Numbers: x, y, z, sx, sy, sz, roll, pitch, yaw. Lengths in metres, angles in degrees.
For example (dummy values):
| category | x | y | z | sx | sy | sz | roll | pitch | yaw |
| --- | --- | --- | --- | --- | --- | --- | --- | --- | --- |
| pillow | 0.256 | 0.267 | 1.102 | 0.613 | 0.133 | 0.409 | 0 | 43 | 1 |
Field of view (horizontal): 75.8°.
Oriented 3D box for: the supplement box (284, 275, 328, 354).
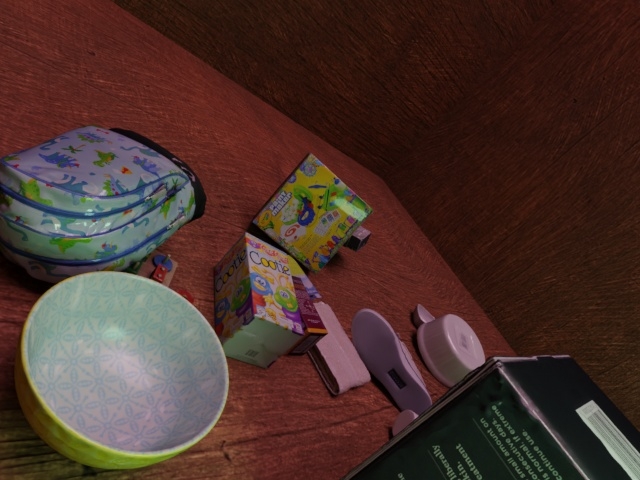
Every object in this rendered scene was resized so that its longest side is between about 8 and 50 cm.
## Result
| category | x | y | z | sx | sy | sz | roll | pitch | yaw |
| --- | --- | --- | --- | --- | --- | --- | --- | --- | --- |
| supplement box | -0.074 | 0.195 | 1.093 | 0.080 | 0.104 | 0.188 | 20 | 33 | -49 |

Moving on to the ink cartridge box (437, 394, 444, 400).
| category | x | y | z | sx | sy | sz | roll | pitch | yaw |
| --- | --- | --- | --- | --- | --- | --- | --- | --- | --- |
| ink cartridge box | 0.520 | 0.623 | 1.423 | 0.208 | 0.087 | 0.153 | 34 | 24 | -29 |

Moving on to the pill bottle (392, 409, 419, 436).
| category | x | y | z | sx | sy | sz | roll | pitch | yaw |
| --- | --- | --- | --- | --- | --- | --- | --- | --- | --- |
| pill bottle | 0.288 | 0.544 | 1.109 | 0.186 | 0.112 | 0.112 | 39 | 22 | -13 |

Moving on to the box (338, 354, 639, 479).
| category | x | y | z | sx | sy | sz | roll | pitch | yaw |
| --- | --- | --- | --- | --- | --- | --- | --- | --- | --- |
| box | 0.271 | 0.442 | 0.662 | 0.479 | 0.472 | 0.298 | 17 | 33 | -48 |

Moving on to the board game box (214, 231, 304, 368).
| category | x | y | z | sx | sy | sz | roll | pitch | yaw |
| --- | --- | --- | --- | --- | --- | --- | --- | --- | --- |
| board game box | -0.157 | 0.138 | 0.994 | 0.144 | 0.142 | 0.275 | 30 | 26 | -34 |

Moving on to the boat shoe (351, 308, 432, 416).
| category | x | y | z | sx | sy | sz | roll | pitch | yaw |
| --- | --- | --- | --- | --- | --- | --- | --- | --- | --- |
| boat shoe | 0.224 | 0.361 | 1.288 | 0.367 | 0.135 | 0.156 | 54 | 12 | 0 |

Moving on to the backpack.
| category | x | y | z | sx | sy | sz | roll | pitch | yaw |
| --- | --- | --- | --- | --- | --- | --- | --- | --- | --- |
| backpack | -0.417 | -0.076 | 0.773 | 0.289 | 0.273 | 0.356 | 30 | 47 | 1 |

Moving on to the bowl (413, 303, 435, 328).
| category | x | y | z | sx | sy | sz | roll | pitch | yaw |
| --- | --- | --- | --- | --- | --- | --- | --- | --- | --- |
| bowl | 0.468 | 0.367 | 1.841 | 0.142 | 0.053 | 0.142 | 44 | 22 | -4 |

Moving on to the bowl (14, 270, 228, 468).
| category | x | y | z | sx | sy | sz | roll | pitch | yaw |
| --- | --- | --- | --- | --- | --- | --- | --- | --- | --- |
| bowl | -0.297 | 0.203 | 0.600 | 0.289 | 0.156 | 0.290 | 37 | 23 | -19 |

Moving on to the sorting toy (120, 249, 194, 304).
| category | x | y | z | sx | sy | sz | roll | pitch | yaw |
| --- | --- | --- | --- | --- | --- | --- | --- | --- | --- |
| sorting toy | -0.384 | 0.041 | 0.889 | 0.274 | 0.046 | 0.132 | 36 | 23 | -22 |

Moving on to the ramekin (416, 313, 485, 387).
| category | x | y | z | sx | sy | sz | roll | pitch | yaw |
| --- | --- | --- | --- | --- | --- | --- | --- | --- | --- |
| ramekin | 0.530 | 0.432 | 1.648 | 0.277 | 0.135 | 0.278 | 30 | 38 | -27 |

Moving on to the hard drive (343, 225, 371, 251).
| category | x | y | z | sx | sy | sz | roll | pitch | yaw |
| --- | --- | --- | --- | --- | --- | --- | --- | --- | --- |
| hard drive | 0.027 | -0.070 | 1.641 | 0.338 | 0.064 | 0.237 | 28 | 15 | 11 |

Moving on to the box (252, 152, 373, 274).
| category | x | y | z | sx | sy | sz | roll | pitch | yaw |
| --- | --- | --- | --- | --- | --- | --- | --- | --- | --- |
| box | -0.029 | -0.096 | 1.401 | 0.279 | 0.290 | 0.177 | 41 | 6 | -12 |

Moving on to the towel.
| category | x | y | z | sx | sy | sz | roll | pitch | yaw |
| --- | --- | --- | --- | --- | --- | --- | --- | --- | --- |
| towel | 0.027 | 0.294 | 1.176 | 0.187 | 0.049 | 0.282 | 10 | 41 | -55 |

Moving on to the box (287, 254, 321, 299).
| category | x | y | z | sx | sy | sz | roll | pitch | yaw |
| --- | --- | --- | --- | --- | --- | --- | --- | --- | --- |
| box | -0.083 | 0.124 | 1.289 | 0.178 | 0.042 | 0.109 | 52 | 22 | 19 |
